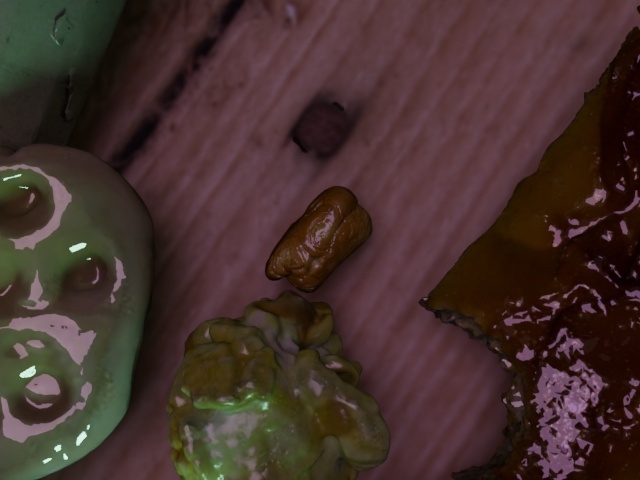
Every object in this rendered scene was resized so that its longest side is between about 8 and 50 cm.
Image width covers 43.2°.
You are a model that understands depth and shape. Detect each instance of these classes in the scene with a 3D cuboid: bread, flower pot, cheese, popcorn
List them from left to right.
[{"bbox_3d":[-0.214,0.043,0.529,0.218,0.117,0.235,34,80,-11],"label":"cheese"},{"bbox_3d":[-0.220,-0.166,0.559,0.213,0.212,0.202,16,93,11],"label":"flower pot"},{"bbox_3d":[-0.034,0.110,0.512,0.162,0.141,0.135,32,128,30],"label":"popcorn"},{"bbox_3d":[0.000,0.000,0.552,0.046,0.081,0.083,45,127,-2],"label":"bread"},{"bbox_3d":[0.195,0.011,0.505,0.185,0.109,0.380,37,87,10],"label":"bread"}]
